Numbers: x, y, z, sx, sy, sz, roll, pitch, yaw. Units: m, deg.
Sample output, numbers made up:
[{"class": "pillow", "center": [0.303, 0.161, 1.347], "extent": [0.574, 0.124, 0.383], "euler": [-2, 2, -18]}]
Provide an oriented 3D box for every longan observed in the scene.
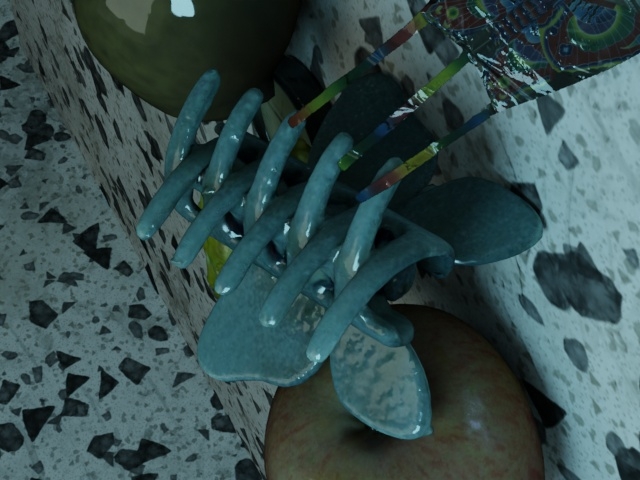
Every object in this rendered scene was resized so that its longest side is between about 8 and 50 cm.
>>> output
[{"class": "longan", "center": [-0.155, -0.293, 1.257], "extent": [0.288, 0.288, 0.350], "euler": [59, 165, 18]}]

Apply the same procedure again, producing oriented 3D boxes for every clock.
[{"class": "clock", "center": [-0.034, -0.145, 1.444], "extent": [0.226, 0.049, 0.226], "euler": [51, 157, 32]}]

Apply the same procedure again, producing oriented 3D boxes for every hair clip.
[{"class": "hair clip", "center": [0.000, 0.000, 1.009], "extent": [0.318, 0.392, 0.238], "euler": [32, -179, 36]}]

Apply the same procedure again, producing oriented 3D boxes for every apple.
[{"class": "apple", "center": [0.089, 0.225, 1.161], "extent": [0.345, 0.344, 0.269], "euler": [53, 161, 31]}]

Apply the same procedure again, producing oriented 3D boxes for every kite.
[{"class": "kite", "center": [0.108, -0.140, 0.803], "extent": [0.152, 0.285, 0.015], "euler": [54, -160, -4]}]

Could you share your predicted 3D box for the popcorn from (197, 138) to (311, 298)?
[{"class": "popcorn", "center": [-0.034, 0.003, 1.304], "extent": [0.270, 0.224, 0.258], "euler": [36, 135, 4]}]
